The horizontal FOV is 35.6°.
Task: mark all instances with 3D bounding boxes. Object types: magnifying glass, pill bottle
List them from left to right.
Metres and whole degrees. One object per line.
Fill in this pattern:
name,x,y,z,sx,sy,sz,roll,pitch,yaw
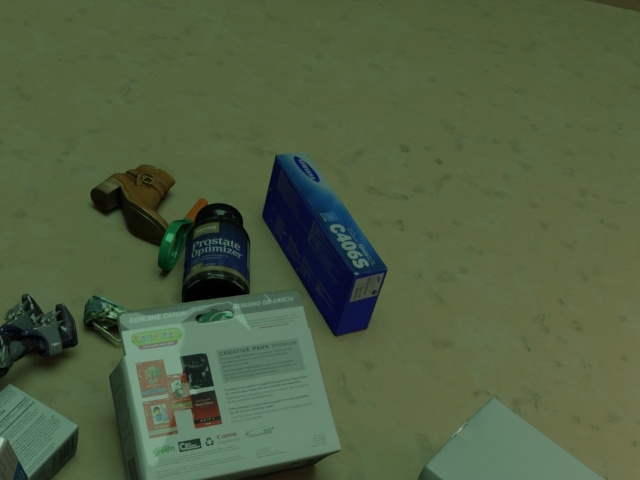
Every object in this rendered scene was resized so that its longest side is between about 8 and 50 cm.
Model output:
magnifying glass,-0.264,-0.020,1.926,0.026,0.092,0.231,15,30,4
pill bottle,-0.191,0.035,1.847,0.123,0.123,0.219,7,41,-10

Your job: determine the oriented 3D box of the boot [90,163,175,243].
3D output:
boot,-0.336,-0.083,1.975,0.197,0.073,0.152,34,40,17

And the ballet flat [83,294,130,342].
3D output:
ballet flat,-0.323,0.154,1.729,0.188,0.070,0.070,17,41,5

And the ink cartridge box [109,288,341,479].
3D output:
ink cartridge box,-0.157,0.236,1.554,0.309,0.130,0.272,-6,70,-24

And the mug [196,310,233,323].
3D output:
mug,-0.159,0.189,1.703,0.129,0.097,0.157,-4,44,-22

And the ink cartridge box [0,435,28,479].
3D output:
ink cartridge box,-0.520,0.362,1.295,0.168,0.171,0.232,18,59,5

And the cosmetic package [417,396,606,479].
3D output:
cosmetic package,0.342,0.447,1.531,0.385,0.156,0.217,36,43,24

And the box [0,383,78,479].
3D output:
box,-0.458,0.306,1.496,0.137,0.072,0.126,28,42,13

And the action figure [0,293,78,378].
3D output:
action figure,-0.523,0.183,1.572,0.185,0.099,0.285,-4,19,31

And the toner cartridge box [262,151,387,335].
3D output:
toner cartridge box,0.000,0.000,1.916,0.075,0.165,0.348,-9,47,-28
